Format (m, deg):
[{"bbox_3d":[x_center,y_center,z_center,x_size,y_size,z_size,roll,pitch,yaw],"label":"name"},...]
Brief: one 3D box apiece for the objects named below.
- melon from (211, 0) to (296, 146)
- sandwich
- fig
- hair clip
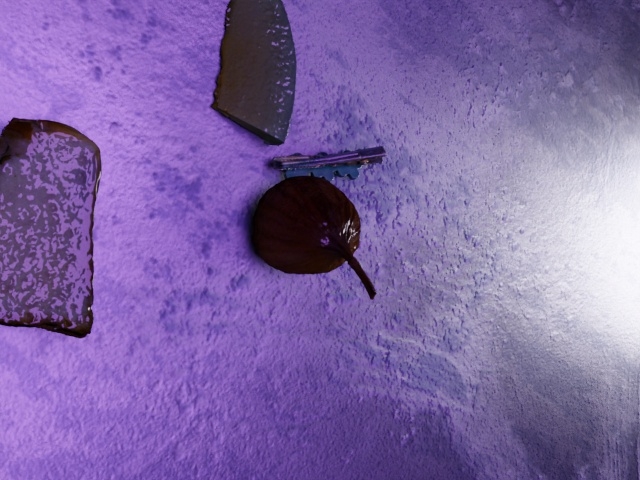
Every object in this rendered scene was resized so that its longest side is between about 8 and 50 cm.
[{"bbox_3d":[-0.091,-0.255,1.140,0.114,0.053,0.261,-2,87,-11],"label":"melon"},{"bbox_3d":[-0.383,-0.024,0.938,0.273,0.095,0.248,7,87,-30],"label":"sandwich"},{"bbox_3d":[0.000,0.000,1.095,0.146,0.201,0.133,-13,116,-18],"label":"fig"},{"bbox_3d":[0.012,-0.104,1.188,0.173,0.049,0.049,-8,94,-24],"label":"hair clip"}]
